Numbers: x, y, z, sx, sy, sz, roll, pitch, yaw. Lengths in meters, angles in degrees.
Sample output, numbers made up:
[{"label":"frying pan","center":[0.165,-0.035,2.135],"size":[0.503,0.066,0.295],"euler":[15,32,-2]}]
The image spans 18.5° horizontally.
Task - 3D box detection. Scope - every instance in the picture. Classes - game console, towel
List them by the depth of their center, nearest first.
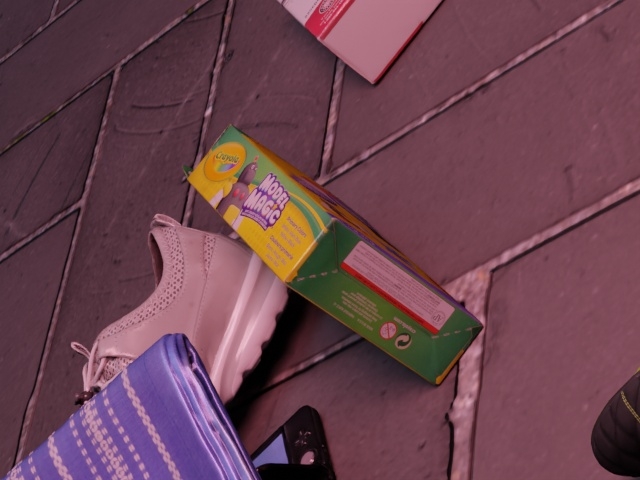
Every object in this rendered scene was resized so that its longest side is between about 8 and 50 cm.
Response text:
[{"label":"towel","center":[-0.142,0.240,1.157],"size":[0.336,0.040,0.243],"euler":[-41,64,26]},{"label":"game console","center":[-0.057,0.157,1.204],"size":[0.122,0.071,0.107],"euler":[-44,30,19]}]

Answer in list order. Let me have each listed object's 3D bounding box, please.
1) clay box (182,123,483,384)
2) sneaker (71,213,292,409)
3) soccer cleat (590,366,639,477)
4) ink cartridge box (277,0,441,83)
[{"label":"clay box","center":[0.000,0.000,1.222],"size":[0.053,0.127,0.222],"euler":[-52,29,5]},{"label":"sneaker","center":[-0.120,0.111,1.278],"size":[0.281,0.115,0.105],"euler":[-65,4,-28]},{"label":"soccer cleat","center":[0.199,0.076,0.909],"size":[0.179,0.060,0.072],"euler":[-32,37,32]},{"label":"ink cartridge box","center":[0.028,-0.195,1.451],"size":[0.109,0.063,0.150],"euler":[-52,29,7]}]
